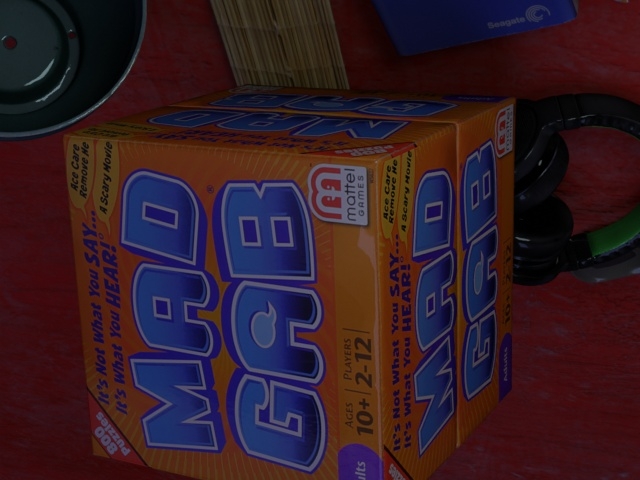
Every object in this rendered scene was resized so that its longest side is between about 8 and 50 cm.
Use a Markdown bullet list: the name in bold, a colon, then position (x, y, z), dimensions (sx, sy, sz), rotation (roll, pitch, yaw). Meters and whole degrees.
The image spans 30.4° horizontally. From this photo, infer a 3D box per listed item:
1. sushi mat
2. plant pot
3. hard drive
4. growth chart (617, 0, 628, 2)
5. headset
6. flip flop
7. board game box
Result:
- **sushi mat**: position (-0.053, -0.256, 1.386), dimensions (0.151, 0.019, 0.316), rotation (3, 141, 17)
- **plant pot**: position (-0.351, -0.241, 1.328), dimensions (0.293, 0.293, 0.196), rotation (23, 168, -10)
- **hard drive**: position (0.119, -0.336, 1.211), dimensions (0.210, 0.040, 0.319), rotation (-8, 137, 26)
- **growth chart**: position (0.379, -0.302, 1.185), dimensions (0.237, 0.021, 0.172), rotation (3, 142, 16)
- **headset**: position (0.234, -0.073, 1.460), dimensions (0.394, 0.185, 0.243), rotation (-10, 132, 7)
- **flip flop**: position (0.438, 0.012, 1.508), dimensions (0.277, 0.080, 0.112), rotation (-21, 130, 37)
- **board game box**: position (-0.014, 0.036, 1.284), dimensions (0.356, 0.356, 0.356), rotation (6, 108, 28)
